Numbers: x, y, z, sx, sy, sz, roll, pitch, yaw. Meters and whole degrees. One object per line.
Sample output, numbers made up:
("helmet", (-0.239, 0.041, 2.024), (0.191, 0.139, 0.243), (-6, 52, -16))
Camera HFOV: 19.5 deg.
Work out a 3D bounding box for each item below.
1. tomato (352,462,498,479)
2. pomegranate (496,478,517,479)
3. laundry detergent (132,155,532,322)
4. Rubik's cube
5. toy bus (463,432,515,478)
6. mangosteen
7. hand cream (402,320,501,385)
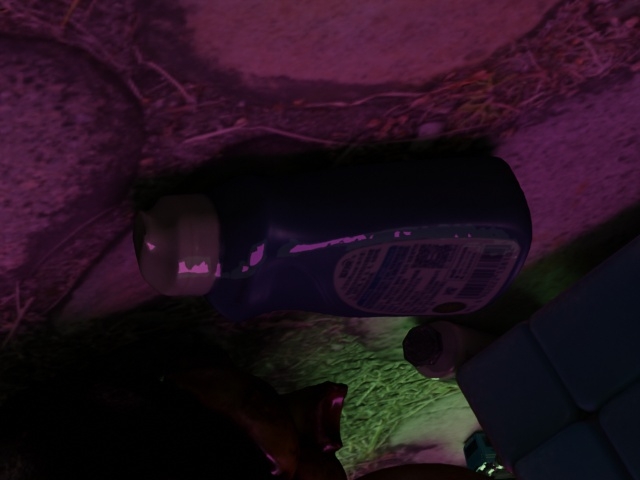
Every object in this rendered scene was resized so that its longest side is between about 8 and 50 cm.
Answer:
("tomato", (0.096, 0.317, 1.543), (0.265, 0.265, 0.265), (-14, 150, -9))
("pomegranate", (0.238, 0.285, 1.882), (0.191, 0.152, 0.131), (-38, 168, 6))
("laundry detergent", (0.000, 0.000, 1.329), (0.290, 0.094, 0.143), (0, 151, -25))
("Rubik's cube", (0.361, 0.176, 1.555), (0.322, 0.316, 0.319), (-37, 149, 15))
("toy bus", (0.184, 0.210, 1.822), (0.083, 0.046, 0.038), (1, 145, -27))
("mangosteen", (-0.121, 0.219, 1.435), (0.347, 0.307, 0.307), (-44, 156, -19))
("hand cream", (0.149, 0.109, 1.639), (0.080, 0.050, 0.234), (-42, 149, 19))
